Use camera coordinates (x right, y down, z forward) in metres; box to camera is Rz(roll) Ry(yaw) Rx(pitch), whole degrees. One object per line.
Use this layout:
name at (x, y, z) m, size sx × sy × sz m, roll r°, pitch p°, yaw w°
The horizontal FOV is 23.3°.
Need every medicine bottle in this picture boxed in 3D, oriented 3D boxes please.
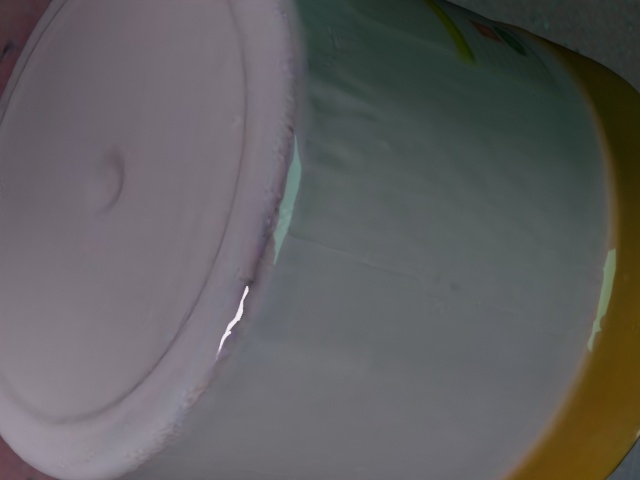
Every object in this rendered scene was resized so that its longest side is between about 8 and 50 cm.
medicine bottle at (0.000, 0.000, 0.672) m, size 0.232 × 0.238 × 0.237 m, roll 17°, pitch 76°, yaw -38°
